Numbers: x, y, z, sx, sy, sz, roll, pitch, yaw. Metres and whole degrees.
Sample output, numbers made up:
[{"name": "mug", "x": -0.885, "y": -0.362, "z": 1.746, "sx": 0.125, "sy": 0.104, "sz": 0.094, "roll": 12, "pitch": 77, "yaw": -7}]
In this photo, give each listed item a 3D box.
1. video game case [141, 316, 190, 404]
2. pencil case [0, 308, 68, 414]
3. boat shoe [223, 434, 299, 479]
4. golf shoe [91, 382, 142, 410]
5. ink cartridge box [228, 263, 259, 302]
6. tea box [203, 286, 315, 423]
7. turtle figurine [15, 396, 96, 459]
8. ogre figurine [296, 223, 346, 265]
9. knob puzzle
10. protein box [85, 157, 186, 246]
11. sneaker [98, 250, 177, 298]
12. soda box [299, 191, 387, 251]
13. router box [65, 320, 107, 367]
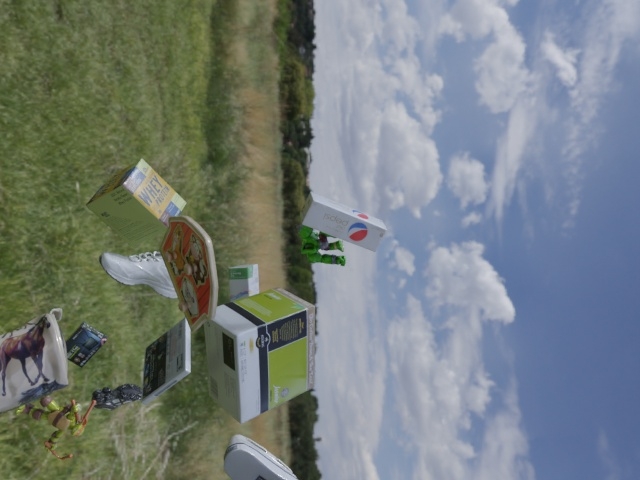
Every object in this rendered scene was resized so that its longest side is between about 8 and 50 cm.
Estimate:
[{"name": "video game case", "x": -0.420, "y": 0.325, "z": 1.436, "sx": 0.022, "sy": 0.173, "sz": 0.190, "roll": 41, "pitch": 20, "yaw": -36}, {"name": "pencil case", "x": -0.699, "y": 0.271, "z": 1.022, "sx": 0.184, "sy": 0.410, "sz": 0.160, "roll": 66, "pitch": -26, "yaw": 12}, {"name": "boat shoe", "x": -0.103, "y": 0.522, "z": 1.140, "sx": 0.096, "sy": 0.267, "sz": 0.088, "roll": -48, "pitch": -168, "yaw": 6}, {"name": "golf shoe", "x": -0.784, "y": 0.612, "z": 2.045, "sx": 0.094, "sy": 0.198, "sz": 0.077, "roll": -63, "pitch": -146, "yaw": 33}, {"name": "ink cartridge box", "x": -0.315, "y": 0.211, "z": 2.185, "sx": 0.154, "sy": 0.093, "sz": 0.212, "roll": -17, "pitch": 103, "yaw": -83}, {"name": "tea box", "x": -0.203, "y": 0.379, "z": 1.806, "sx": 0.220, "sy": 0.323, "sz": 0.329, "roll": 21, "pitch": -63, "yaw": 46}, {"name": "turtle figurine", "x": -0.801, "y": 0.531, "z": 1.614, "sx": 0.269, "sy": 0.217, "sz": 0.087, "roll": -54, "pitch": -178, "yaw": 21}, {"name": "ogre figurine", "x": 0.000, "y": 0.000, "z": 1.588, "sx": 0.197, "sy": 0.118, "sz": 0.097, "roll": 66, "pitch": 16, "yaw": -50}, {"name": "knob puzzle", "x": -0.221, "y": 0.045, "z": 0.867, "sx": 0.213, "sy": 0.030, "sz": 0.213, "roll": 22, "pitch": -62, "yaw": 49}, {"name": "protein box", "x": -0.585, "y": -0.116, "z": 1.679, "sx": 0.201, "sy": 0.199, "sz": 0.136, "roll": 49, "pitch": 38, "yaw": -30}, {"name": "sneaker", "x": -0.560, "y": 0.084, "z": 1.696, "sx": 0.129, "sy": 0.297, "sz": 0.111, "roll": -56, "pitch": -141, "yaw": 14}, {"name": "soda box", "x": 0.059, "y": -0.047, "z": 1.365, "sx": 0.074, "sy": 0.216, "sz": 0.069, "roll": -64, "pitch": -162, "yaw": 19}, {"name": "router box", "x": -0.749, "y": 0.328, "z": 1.659, "sx": 0.092, "sy": 0.122, "sz": 0.038, "roll": 41, "pitch": 6, "yaw": -21}]
